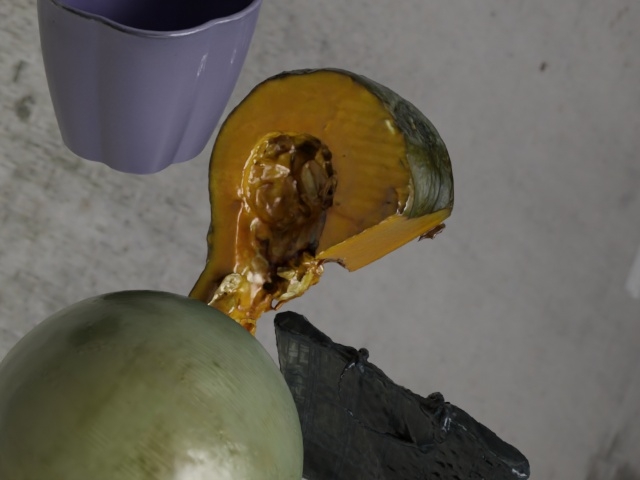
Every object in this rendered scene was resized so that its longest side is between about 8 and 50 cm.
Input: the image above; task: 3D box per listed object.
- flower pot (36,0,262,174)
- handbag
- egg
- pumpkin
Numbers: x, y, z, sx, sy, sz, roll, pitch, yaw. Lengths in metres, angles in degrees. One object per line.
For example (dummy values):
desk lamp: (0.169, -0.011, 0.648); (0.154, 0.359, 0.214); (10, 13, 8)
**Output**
flower pot: (-0.211, -0.220, 1.776); (0.265, 0.265, 0.243); (-34, 150, -41)
handbag: (0.065, 0.176, 1.371); (0.088, 0.270, 0.175); (-44, 151, -32)
egg: (-0.122, 0.140, 1.044); (0.295, 0.218, 0.218); (-126, -125, -83)
pumpkin: (0.001, 0.000, 1.296); (0.139, 0.190, 0.281); (17, 86, -71)
